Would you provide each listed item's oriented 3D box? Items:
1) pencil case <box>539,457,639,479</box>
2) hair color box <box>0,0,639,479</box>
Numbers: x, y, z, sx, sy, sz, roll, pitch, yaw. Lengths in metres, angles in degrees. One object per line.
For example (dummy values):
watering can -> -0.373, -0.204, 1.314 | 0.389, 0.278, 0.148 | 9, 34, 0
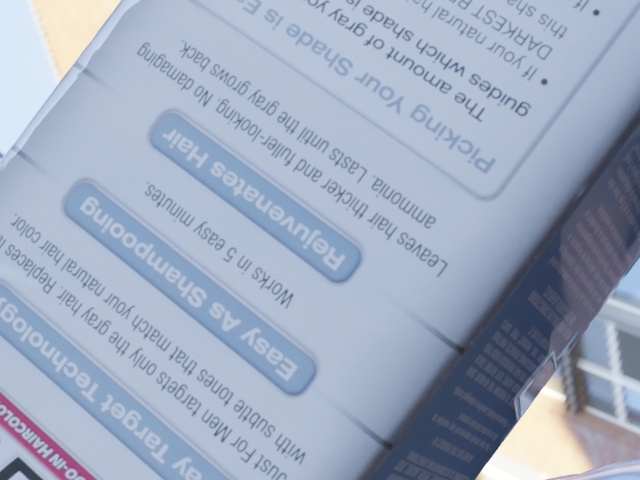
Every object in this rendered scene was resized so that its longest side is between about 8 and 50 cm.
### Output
pencil case -> 0.171, 0.131, 0.635 | 0.124, 0.273, 0.113 | -13, -99, -55
hair color box -> 0.010, -0.021, 0.560 | 0.374, 0.185, 0.113 | -53, -24, -1
